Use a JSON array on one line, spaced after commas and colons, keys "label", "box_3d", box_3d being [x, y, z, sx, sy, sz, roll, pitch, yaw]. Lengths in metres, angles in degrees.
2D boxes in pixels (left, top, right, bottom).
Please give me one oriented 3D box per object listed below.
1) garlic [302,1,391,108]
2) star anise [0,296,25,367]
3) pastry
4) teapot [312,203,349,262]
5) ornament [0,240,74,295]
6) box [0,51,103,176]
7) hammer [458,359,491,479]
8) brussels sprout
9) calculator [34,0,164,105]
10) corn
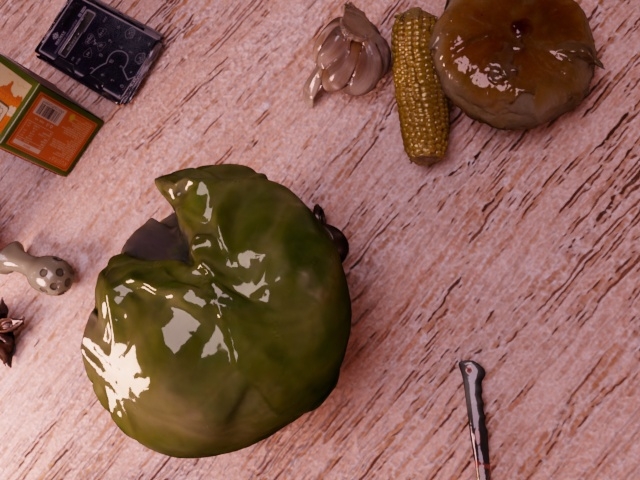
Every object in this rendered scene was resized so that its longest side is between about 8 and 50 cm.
[{"label": "garlic", "box_3d": [0.036, -0.286, 1.414, 0.194, 0.127, 0.131, -51, 36, 32]}, {"label": "star anise", "box_3d": [-0.608, 0.159, 1.584, 0.129, 0.056, 0.124, 31, 110, 28]}, {"label": "pastry", "box_3d": [0.291, -0.287, 1.273, 0.257, 0.121, 0.235, 3, 69, 3]}, {"label": "teapot", "box_3d": [0.000, 0.000, 1.373, 0.076, 0.068, 0.121, -8, 75, 20]}, {"label": "ornament", "box_3d": [-0.524, 0.056, 1.570, 0.156, 0.081, 0.075, 17, 47, 26]}, {"label": "box", "box_3d": [-0.555, -0.237, 1.582, 0.178, 0.195, 0.148, 34, 91, 24]}, {"label": "hammer", "box_3d": [0.234, 0.317, 1.224, 0.111, 0.033, 0.287, -8, 74, 19]}, {"label": "brussels sprout", "box_3d": [-0.128, 0.113, 1.250, 0.361, 0.342, 0.425, 22, 89, 22]}, {"label": "calculator", "box_3d": [-0.435, -0.381, 1.661, 0.274, 0.028, 0.165, 31, 90, 25]}, {"label": "corn", "box_3d": [0.161, -0.249, 1.357, 0.091, 0.091, 0.260, 2, 75, -13]}]
